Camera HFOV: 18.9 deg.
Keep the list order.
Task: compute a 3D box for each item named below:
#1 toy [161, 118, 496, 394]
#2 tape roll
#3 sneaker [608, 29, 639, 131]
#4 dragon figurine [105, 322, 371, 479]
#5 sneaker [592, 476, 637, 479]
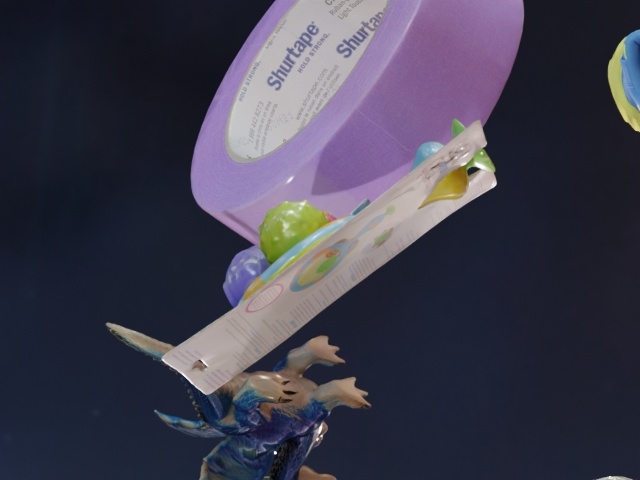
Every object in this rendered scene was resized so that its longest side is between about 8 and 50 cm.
[{"bbox_3d":[0.000,0.000,1.212,0.056,0.237,0.137,56,179,17],"label":"toy"},{"bbox_3d":[0.023,-0.113,1.418,0.090,0.275,0.275,36,-124,-24],"label":"tape roll"},{"bbox_3d":[0.284,-0.058,1.351,0.091,0.240,0.126,-44,-18,5],"label":"sneaker"},{"bbox_3d":[-0.063,0.137,1.434,0.289,0.085,0.144,11,-54,-49],"label":"dragon figurine"},{"bbox_3d":[0.164,0.244,1.560,0.088,0.225,0.092,54,-156,-18],"label":"sneaker"}]
